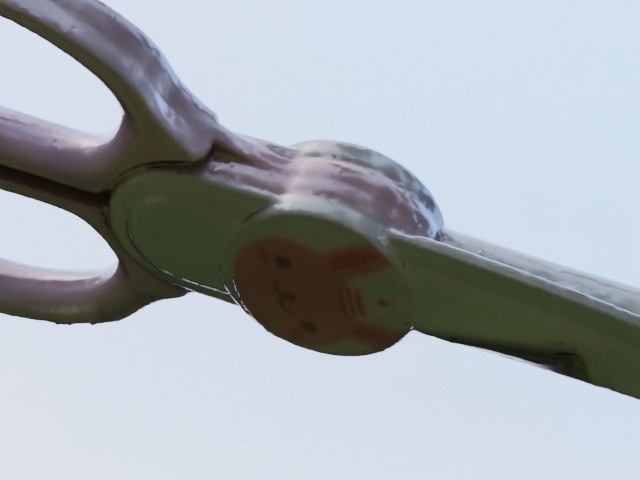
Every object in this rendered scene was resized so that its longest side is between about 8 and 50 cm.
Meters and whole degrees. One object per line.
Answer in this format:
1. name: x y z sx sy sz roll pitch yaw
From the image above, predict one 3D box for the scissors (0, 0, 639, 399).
1. scissors: 0.000 0.000 0.451 0.242 0.030 0.118 17 -40 8
